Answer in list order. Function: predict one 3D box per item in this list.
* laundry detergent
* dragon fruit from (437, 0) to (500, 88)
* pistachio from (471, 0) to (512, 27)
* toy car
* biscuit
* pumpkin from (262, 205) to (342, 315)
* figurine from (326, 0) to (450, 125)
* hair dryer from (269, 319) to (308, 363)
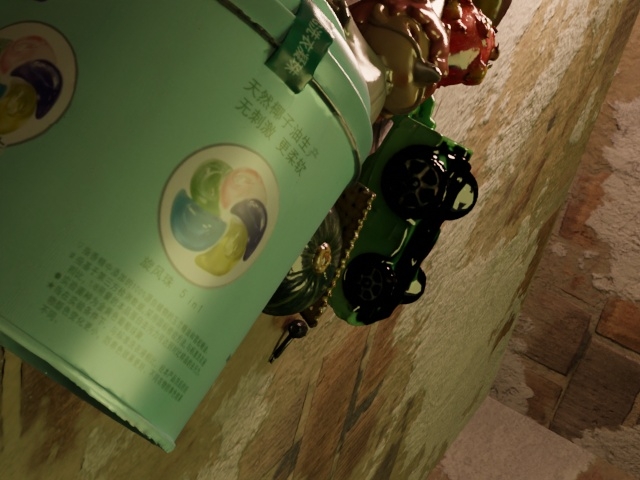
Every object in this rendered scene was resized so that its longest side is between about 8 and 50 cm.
[{"bbox_3d":[-0.134,-0.058,0.732,0.305,0.287,0.287,-57,160,-15],"label":"laundry detergent"},{"bbox_3d":[0.168,-0.275,1.460,0.133,0.150,0.207,-36,169,29],"label":"dragon fruit"},{"bbox_3d":[0.240,-0.366,1.553,0.110,0.100,0.189,-20,133,-57],"label":"pistachio"},{"bbox_3d":[0.111,-0.051,1.562,0.359,0.176,0.213,-62,161,11],"label":"toy car"},{"bbox_3d":[-0.001,0.000,1.399,0.016,0.144,0.203,10,112,-33],"label":"biscuit"},{"bbox_3d":[-0.045,0.011,1.298,0.167,0.125,0.167,12,90,-72],"label":"pumpkin"},{"bbox_3d":[0.072,-0.204,1.241,0.387,0.166,0.207,-39,130,-44],"label":"figurine"},{"bbox_3d":[-0.051,0.159,1.650,0.083,0.031,0.079,-48,169,0],"label":"hair dryer"}]
